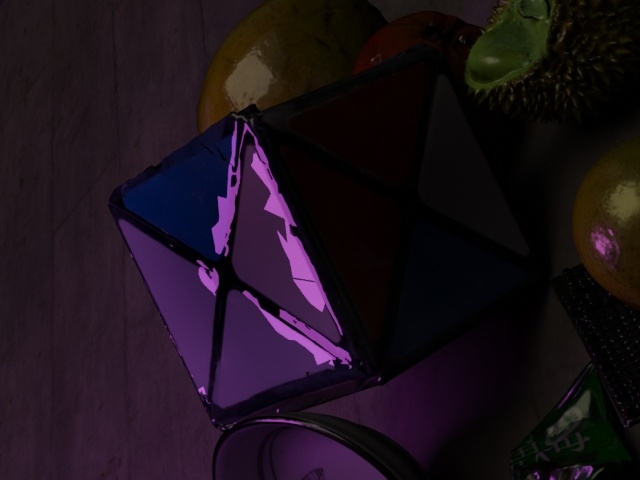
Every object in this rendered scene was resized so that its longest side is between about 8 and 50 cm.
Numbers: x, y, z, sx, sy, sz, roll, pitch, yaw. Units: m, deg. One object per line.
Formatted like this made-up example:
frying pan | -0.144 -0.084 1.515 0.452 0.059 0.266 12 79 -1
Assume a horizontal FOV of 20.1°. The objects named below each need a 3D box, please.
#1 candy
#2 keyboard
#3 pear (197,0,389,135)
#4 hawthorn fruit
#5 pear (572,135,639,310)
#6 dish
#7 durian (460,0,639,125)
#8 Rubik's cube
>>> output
candy | 0.237 0.216 1.725 0.141 0.078 0.203 -41 22 21
keyboard | 0.288 0.090 1.756 0.072 0.023 0.231 -24 36 3
pear | -0.025 -0.188 2.331 0.307 0.253 0.253 -53 28 -1
hawthorn fruit | 0.119 -0.150 2.117 0.196 0.197 0.225 -113 35 -55
pear | 0.323 0.006 1.650 0.166 0.180 0.216 -20 66 9
dish | 0.036 0.283 1.882 0.106 0.316 0.316 -40 10 -37
durian | 0.260 -0.233 1.931 0.200 0.177 0.236 -2 72 49
Rubik's cube | 0.000 0.000 1.944 0.310 0.305 0.307 -26 91 51
